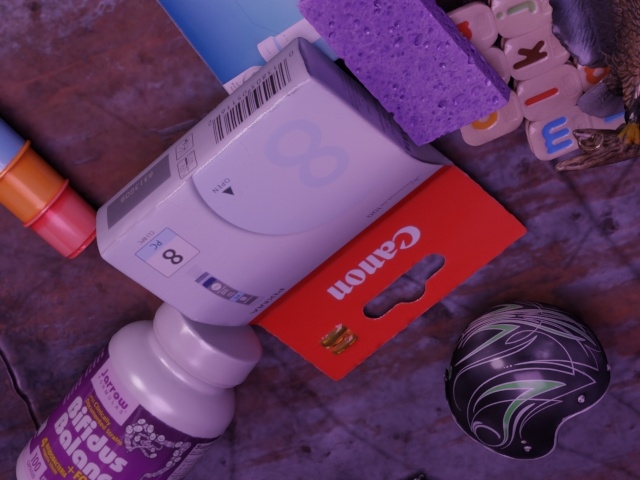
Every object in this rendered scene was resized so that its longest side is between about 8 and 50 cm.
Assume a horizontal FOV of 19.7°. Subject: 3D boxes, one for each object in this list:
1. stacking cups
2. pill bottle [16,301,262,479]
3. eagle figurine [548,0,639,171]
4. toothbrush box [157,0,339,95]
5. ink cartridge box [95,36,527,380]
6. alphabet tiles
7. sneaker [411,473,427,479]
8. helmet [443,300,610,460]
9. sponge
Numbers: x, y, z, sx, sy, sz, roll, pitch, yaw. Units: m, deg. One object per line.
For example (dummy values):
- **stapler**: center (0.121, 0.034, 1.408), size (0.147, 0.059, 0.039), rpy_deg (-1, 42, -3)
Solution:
- **stacking cups**: center (-0.375, -0.102, 2.053), size (0.316, 0.096, 0.096), rpy_deg (44, 109, -11)
- **pill bottle**: center (-0.204, 0.200, 2.120), size (0.169, 0.169, 0.301), rpy_deg (36, 110, -9)
- **eagle figurine**: center (0.336, -0.229, 1.840), size (0.225, 0.226, 0.298), rpy_deg (0, 100, 31)
- **toothbrush box**: center (-0.016, -0.305, 1.920), size (0.295, 0.126, 0.216), rpy_deg (-33, 108, 18)
- **ink cartridge box**: center (0.000, 0.000, 1.997), size (0.308, 0.091, 0.385), rpy_deg (-40, 123, 20)
- **alphabet tiles**: center (0.256, -0.215, 1.926), size (0.278, 0.021, 0.284), rpy_deg (-24, 130, -1)
- **sneaker**: center (0.137, 0.322, 2.207), size (0.069, 0.038, 0.098), rpy_deg (-33, 106, 17)
- **helmet**: center (0.232, 0.146, 2.063), size (0.169, 0.169, 0.161), rpy_deg (23, 128, -4)
- **sponge**: center (0.085, -0.193, 1.867), size (0.117, 0.031, 0.210), rpy_deg (-25, 121, 34)
